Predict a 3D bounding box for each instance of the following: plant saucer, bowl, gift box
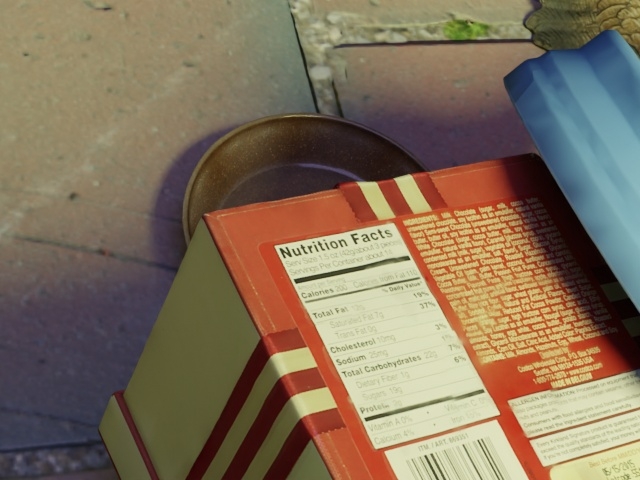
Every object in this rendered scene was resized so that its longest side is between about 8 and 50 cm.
[{"bbox_3d":[0.000,0.000,1.069,0.199,0.036,0.198,7,56,-11],"label":"plant saucer"},{"bbox_3d":[0.251,0.039,0.929,0.077,0.391,0.391,-35,66,12],"label":"bowl"},{"bbox_3d":[0.035,0.142,0.837,0.255,0.258,0.276,-7,58,-27],"label":"gift box"}]

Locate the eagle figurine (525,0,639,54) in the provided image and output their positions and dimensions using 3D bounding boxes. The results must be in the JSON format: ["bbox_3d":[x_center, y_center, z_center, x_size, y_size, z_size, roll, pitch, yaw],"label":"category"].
[{"bbox_3d":[0.320,-0.128,1.158,0.298,0.226,0.225,24,74,-6],"label":"eagle figurine"}]
